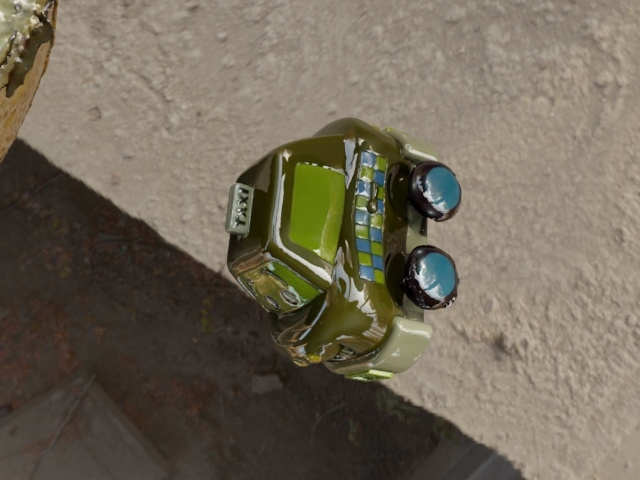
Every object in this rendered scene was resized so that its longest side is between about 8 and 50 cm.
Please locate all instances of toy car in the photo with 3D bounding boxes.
[{"bbox_3d":[0.000,0.000,0.803,0.198,0.248,0.204,14,160,-28],"label":"toy car"}]

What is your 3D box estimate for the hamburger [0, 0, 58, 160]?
[{"bbox_3d":[-0.425,-0.146,0.816,0.268,0.287,0.445,27,104,-14],"label":"hamburger"}]
